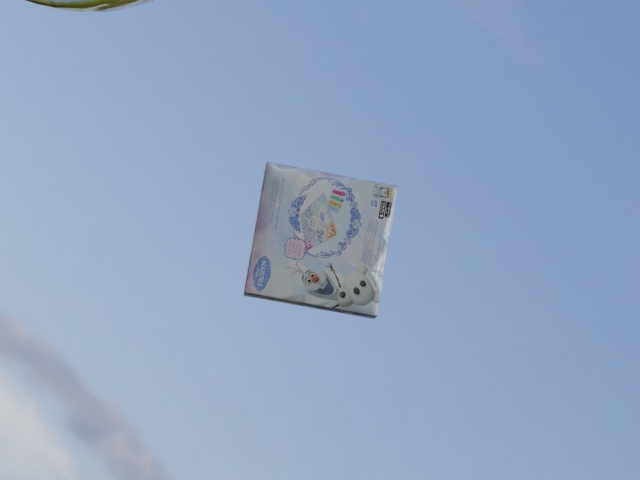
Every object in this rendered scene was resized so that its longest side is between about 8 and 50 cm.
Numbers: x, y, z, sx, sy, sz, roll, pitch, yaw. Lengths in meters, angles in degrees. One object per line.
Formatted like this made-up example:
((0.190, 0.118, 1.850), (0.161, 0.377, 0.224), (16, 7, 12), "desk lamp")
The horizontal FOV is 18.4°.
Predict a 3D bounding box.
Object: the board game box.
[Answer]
((0.000, 0.000, 1.311), (0.090, 0.090, 0.020), (11, -10, -6), "board game box")

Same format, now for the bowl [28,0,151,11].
((-0.159, -0.316, 1.660), (0.289, 0.289, 0.156), (31, 5, 25), "bowl")
